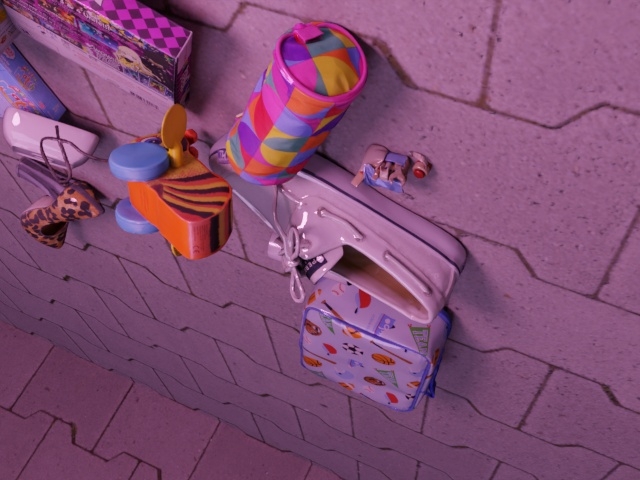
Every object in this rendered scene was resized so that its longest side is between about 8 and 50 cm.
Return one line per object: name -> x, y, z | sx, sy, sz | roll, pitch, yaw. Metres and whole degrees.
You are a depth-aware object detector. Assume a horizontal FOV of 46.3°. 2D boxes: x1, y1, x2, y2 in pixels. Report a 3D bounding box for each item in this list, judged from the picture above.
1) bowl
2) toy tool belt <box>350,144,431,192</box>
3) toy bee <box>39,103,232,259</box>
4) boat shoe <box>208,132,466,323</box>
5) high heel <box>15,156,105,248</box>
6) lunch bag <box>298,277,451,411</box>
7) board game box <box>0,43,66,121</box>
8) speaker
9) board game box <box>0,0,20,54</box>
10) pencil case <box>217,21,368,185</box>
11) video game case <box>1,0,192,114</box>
bowl -> -0.417, -0.150, 1.144 | 0.142, 0.053, 0.142 | 18, 174, -21
toy tool belt -> 0.081, -0.074, 0.864 | 0.083, 0.051, 0.052 | 15, 151, 25
toy bee -> -0.194, -0.094, 0.936 | 0.298, 0.162, 0.195 | 45, 139, 17
boat shoe -> -0.001, 0.004, 0.965 | 0.367, 0.156, 0.136 | 30, 154, -4
high heel -> -0.480, -0.031, 1.435 | 0.186, 0.093, 0.261 | 28, 146, 14
lunch bag -> 0.090, 0.172, 1.239 | 0.243, 0.115, 0.303 | 21, 152, 10
board game box -> -0.510, -0.250, 1.135 | 0.212, 0.039, 0.160 | 12, 150, 31
speaker -> -0.010, 0.022, 1.125 | 0.136, 0.055, 0.055 | 19, 153, 20
board game box -> -0.428, -0.313, 0.820 | 0.142, 0.144, 0.275 | 31, 153, -5
pencil case -> -0.036, -0.140, 0.807 | 0.104, 0.104, 0.236 | 33, 153, -10
video game case -> -0.257, -0.239, 0.855 | 0.232, 0.041, 0.210 | 30, 167, -4
